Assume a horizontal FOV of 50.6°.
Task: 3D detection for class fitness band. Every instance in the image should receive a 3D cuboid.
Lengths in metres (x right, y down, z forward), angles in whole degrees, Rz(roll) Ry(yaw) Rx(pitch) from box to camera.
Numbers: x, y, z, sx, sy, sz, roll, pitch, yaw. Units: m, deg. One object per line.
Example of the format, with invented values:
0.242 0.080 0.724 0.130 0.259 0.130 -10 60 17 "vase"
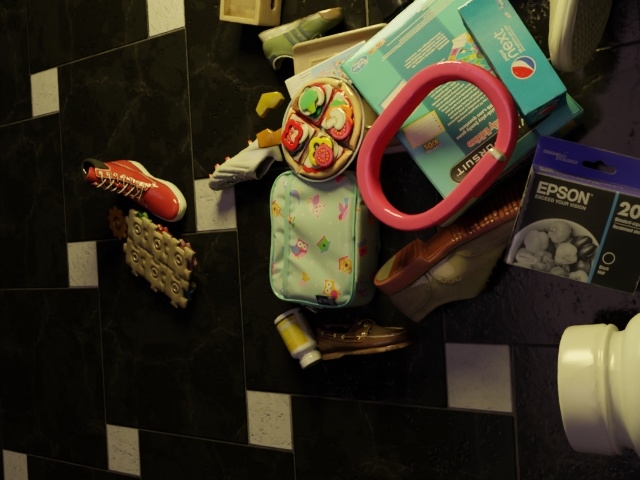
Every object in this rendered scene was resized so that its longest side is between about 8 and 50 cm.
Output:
0.177 -0.144 1.075 0.209 0.054 0.291 52 120 20 "fitness band"

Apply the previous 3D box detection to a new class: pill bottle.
0.545 0.204 0.916 0.392 0.224 0.224 -7 88 34 "pill bottle"
-0.042 0.203 1.394 0.065 0.065 0.116 -39 70 28 "pill bottle"

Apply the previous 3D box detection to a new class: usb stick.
0.094 -0.542 1.259 0.077 0.045 0.278 -22 92 61 "usb stick"

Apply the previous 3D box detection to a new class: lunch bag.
0.000 0.000 1.334 0.224 0.108 0.279 5 94 33 "lunch bag"

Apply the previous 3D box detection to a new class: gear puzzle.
-0.410 0.020 1.638 0.339 0.044 0.175 31 123 31 "gear puzzle"

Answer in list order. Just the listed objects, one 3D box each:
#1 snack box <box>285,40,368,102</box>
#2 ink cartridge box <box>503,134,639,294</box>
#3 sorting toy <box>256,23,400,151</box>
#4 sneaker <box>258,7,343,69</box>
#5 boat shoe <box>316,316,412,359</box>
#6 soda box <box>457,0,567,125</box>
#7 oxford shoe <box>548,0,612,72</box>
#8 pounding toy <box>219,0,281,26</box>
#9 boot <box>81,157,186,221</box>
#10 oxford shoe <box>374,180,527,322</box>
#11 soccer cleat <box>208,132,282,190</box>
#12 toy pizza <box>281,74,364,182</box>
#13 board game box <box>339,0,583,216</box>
0.020 -0.313 1.297 0.178 0.022 0.064 -21 87 23 "snack box"
0.413 -0.040 1.048 0.206 0.045 0.208 14 99 3 "ink cartridge box"
0.011 -0.281 1.340 0.307 0.041 0.229 -6 92 23 "sorting toy"
-0.032 -0.404 1.378 0.192 0.064 0.086 -10 101 28 "sneaker"
0.077 0.185 1.310 0.207 0.073 0.073 -13 86 33 "boat shoe"
0.298 -0.289 1.055 0.071 0.067 0.210 -31 74 14 "soda box"
0.382 -0.477 1.040 0.130 0.169 0.449 5 88 33 "oxford shoe"
-0.127 -0.527 1.422 0.130 0.100 0.141 19 112 32 "pounding toy"
-0.445 -0.118 1.583 0.244 0.176 0.088 33 107 27 "boot"
0.267 0.020 1.180 0.348 0.123 0.130 -33 105 25 "oxford shoe"
-0.167 -0.153 1.466 0.196 0.068 0.076 -34 76 26 "soccer cleat"
-0.004 -0.209 1.256 0.201 0.032 0.201 -3 85 40 "toy pizza"
0.231 -0.250 1.154 0.254 0.079 0.336 -38 72 12 "board game box"
